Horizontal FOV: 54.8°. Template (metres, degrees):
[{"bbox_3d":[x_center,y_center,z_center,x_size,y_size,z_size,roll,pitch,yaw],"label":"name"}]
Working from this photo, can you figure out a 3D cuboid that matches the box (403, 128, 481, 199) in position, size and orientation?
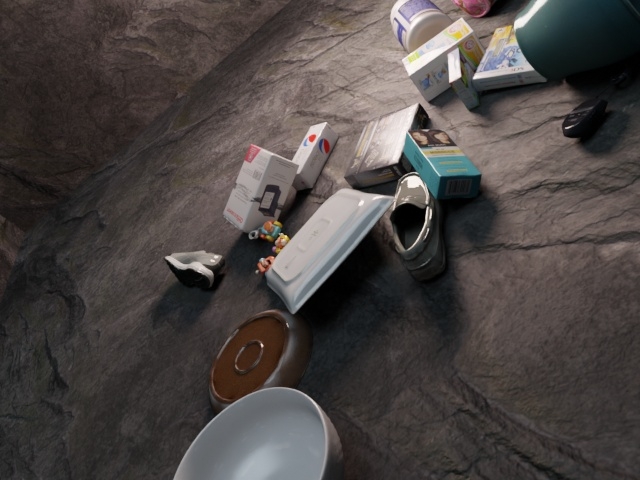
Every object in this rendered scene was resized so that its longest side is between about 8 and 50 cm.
[{"bbox_3d":[0.277,-0.182,1.431,0.100,0.060,0.244,-4,34,-11],"label":"box"}]

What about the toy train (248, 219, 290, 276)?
[{"bbox_3d":[-0.146,0.013,1.694,0.125,0.046,0.166,-28,55,6],"label":"toy train"}]

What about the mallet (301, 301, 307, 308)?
[{"bbox_3d":[-0.012,0.091,1.515,0.190,0.039,0.062,-47,31,-11],"label":"mallet"}]

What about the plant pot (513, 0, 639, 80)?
[{"bbox_3d":[0.573,-0.484,1.324,0.255,0.271,0.272,-31,31,51],"label":"plant pot"}]

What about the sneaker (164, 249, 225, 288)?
[{"bbox_3d":[-0.385,0.078,1.895,0.271,0.100,0.108,8,45,47],"label":"sneaker"}]

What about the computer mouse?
[{"bbox_3d":[0.589,-0.294,1.288,0.242,0.041,0.071,-46,16,-12],"label":"computer mouse"}]

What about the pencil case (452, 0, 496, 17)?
[{"bbox_3d":[0.548,-0.841,1.831,0.160,0.167,0.386,42,86,22],"label":"pencil case"}]

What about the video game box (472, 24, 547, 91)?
[{"bbox_3d":[0.502,-0.470,1.552,0.187,0.048,0.205,4,56,41],"label":"video game box"}]

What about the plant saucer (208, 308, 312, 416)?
[{"bbox_3d":[-0.156,0.281,1.446,0.310,0.050,0.311,-30,35,23],"label":"plant saucer"}]

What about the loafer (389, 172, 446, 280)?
[{"bbox_3d":[0.209,-0.054,1.359,0.112,0.111,0.319,-30,35,22],"label":"loafer"}]

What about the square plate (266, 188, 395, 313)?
[{"bbox_3d":[0.000,0.000,1.503,0.344,0.049,0.347,-48,16,-4],"label":"square plate"}]

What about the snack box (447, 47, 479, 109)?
[{"bbox_3d":[0.371,-0.418,1.599,0.037,0.100,0.141,-23,39,30],"label":"snack box"}]

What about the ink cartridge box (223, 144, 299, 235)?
[{"bbox_3d":[-0.180,-0.146,1.829,0.172,0.100,0.237,33,102,57],"label":"ink cartridge box"}]

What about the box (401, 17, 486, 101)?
[{"bbox_3d":[0.347,-0.503,1.717,0.203,0.103,0.114,-32,35,19],"label":"box"}]

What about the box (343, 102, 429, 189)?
[{"bbox_3d":[0.179,-0.253,1.666,0.183,0.056,0.231,-12,45,41],"label":"box"}]

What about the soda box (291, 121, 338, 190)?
[{"bbox_3d":[-0.026,-0.258,1.885,0.074,0.069,0.216,-6,50,45],"label":"soda box"}]

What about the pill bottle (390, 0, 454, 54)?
[{"bbox_3d":[0.305,-0.651,1.883,0.153,0.153,0.265,-35,34,15],"label":"pill bottle"}]

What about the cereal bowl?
[{"bbox_3d":[-0.098,0.441,1.096,0.339,0.141,0.339,-24,32,17],"label":"cereal bowl"}]
